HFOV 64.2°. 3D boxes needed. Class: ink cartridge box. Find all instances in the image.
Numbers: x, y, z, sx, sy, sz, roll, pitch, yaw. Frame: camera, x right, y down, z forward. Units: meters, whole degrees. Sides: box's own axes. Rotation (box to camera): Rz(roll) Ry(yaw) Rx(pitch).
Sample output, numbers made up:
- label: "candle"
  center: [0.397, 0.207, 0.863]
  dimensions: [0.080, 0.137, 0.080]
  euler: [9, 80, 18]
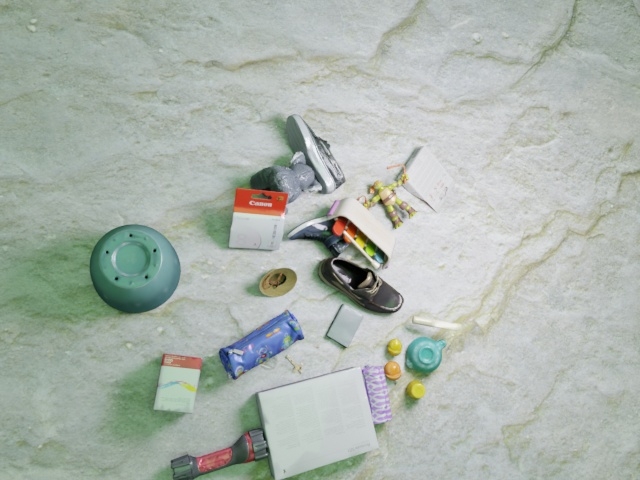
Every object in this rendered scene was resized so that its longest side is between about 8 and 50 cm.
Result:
- label: "ink cartridge box"
  center: [0.444, -0.251, 2.124]
  dimensions: [0.224, 0.056, 0.181]
  euler: [43, 69, -23]
- label: "ink cartridge box"
  center: [-0.220, -0.068, 1.801]
  dimensions: [0.188, 0.233, 0.066]
  euler: [4, 46, -14]
- label: "ink cartridge box"
  center: [-0.462, 0.463, 1.658]
  dimensions: [0.127, 0.128, 0.177]
  euler: [10, 75, -13]

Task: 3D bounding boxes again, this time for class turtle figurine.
- label: "turtle figurine"
  center: [0.264, -0.155, 2.024]
  dimensions: [0.269, 0.087, 0.217]
  euler: [-38, 94, 1]

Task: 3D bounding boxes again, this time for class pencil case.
- label: "pencil case"
  center: [0.201, 0.554, 1.845]
  dimensions: [0.088, 0.086, 0.206]
  euler: [-7, 80, -25]
- label: "pencil case"
  center: [-0.204, 0.355, 1.755]
  dimensions: [0.306, 0.133, 0.119]
  euler: [-28, 57, -20]

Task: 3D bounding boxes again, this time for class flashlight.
- label: "flashlight"
  center: [-0.327, 0.701, 1.657]
  dimensions: [0.303, 0.103, 0.103]
  euler: [-10, 82, -18]

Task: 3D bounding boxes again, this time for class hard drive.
- label: "hard drive"
  center: [0.091, 0.318, 1.901]
  dimensions: [0.094, 0.022, 0.135]
  euler: [32, 71, -7]

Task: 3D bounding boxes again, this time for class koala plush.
- label: "koala plush"
  center: [-0.108, -0.218, 1.891]
  dimensions: [0.221, 0.203, 0.196]
  euler: [-28, 87, -31]

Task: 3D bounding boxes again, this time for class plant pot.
- label: "plant pot"
  center: [-0.604, 0.079, 1.650]
  dimensions: [0.292, 0.235, 0.294]
  euler: [3, 77, -14]

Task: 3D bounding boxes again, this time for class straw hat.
- label: "straw hat"
  center: [-0.161, 0.134, 1.849]
  dimensions: [0.144, 0.145, 0.061]
  euler: [-15, 40, -18]

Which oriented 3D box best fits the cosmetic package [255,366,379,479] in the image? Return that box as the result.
- label: "cosmetic package"
  center: [-0.013, 0.622, 1.766]
  dimensions: [0.376, 0.097, 0.285]
  euler: [-10, 79, -17]

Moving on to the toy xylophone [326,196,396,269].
- label: "toy xylophone"
  center: [0.157, -0.019, 1.904]
  dimensions: [0.323, 0.081, 0.236]
  euler: [47, 40, -7]

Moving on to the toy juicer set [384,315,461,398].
- label: "toy juicer set"
  center: [0.363, 0.412, 1.929]
  dimensions: [0.209, 0.089, 0.329]
  euler: [30, 80, 6]

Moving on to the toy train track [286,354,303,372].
- label: "toy train track"
  center: [-0.092, 0.442, 1.827]
  dimensions: [0.048, 0.014, 0.083]
  euler: [-43, 91, -20]

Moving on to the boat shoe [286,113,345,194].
- label: "boat shoe"
  center: [-0.017, -0.342, 1.983]
  dimensions: [0.119, 0.121, 0.336]
  euler: [-31, 98, -28]

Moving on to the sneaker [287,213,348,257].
- label: "sneaker"
  center: [0.001, -0.001, 1.914]
  dimensions: [0.226, 0.086, 0.164]
  euler: [-20, 81, -20]

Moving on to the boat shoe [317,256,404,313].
- label: "boat shoe"
  center: [0.158, 0.171, 1.895]
  dimensions: [0.355, 0.130, 0.133]
  euler: [25, 73, -9]
